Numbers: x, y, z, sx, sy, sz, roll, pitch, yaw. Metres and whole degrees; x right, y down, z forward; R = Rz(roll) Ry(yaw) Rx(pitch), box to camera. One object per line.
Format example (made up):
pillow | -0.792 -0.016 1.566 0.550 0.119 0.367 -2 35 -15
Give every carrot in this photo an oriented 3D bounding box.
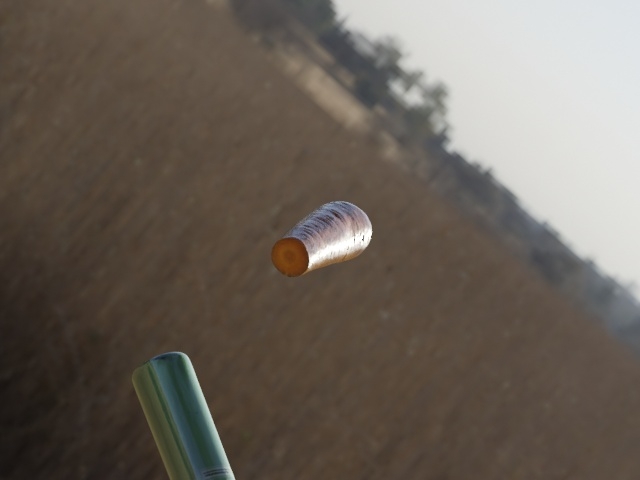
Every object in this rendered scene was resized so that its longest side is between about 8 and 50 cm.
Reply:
carrot | 0.000 0.000 0.894 0.032 0.032 0.093 41 21 9

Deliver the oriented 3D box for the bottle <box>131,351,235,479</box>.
bottle | -0.064 0.096 0.852 0.030 0.030 0.083 33 30 -62
